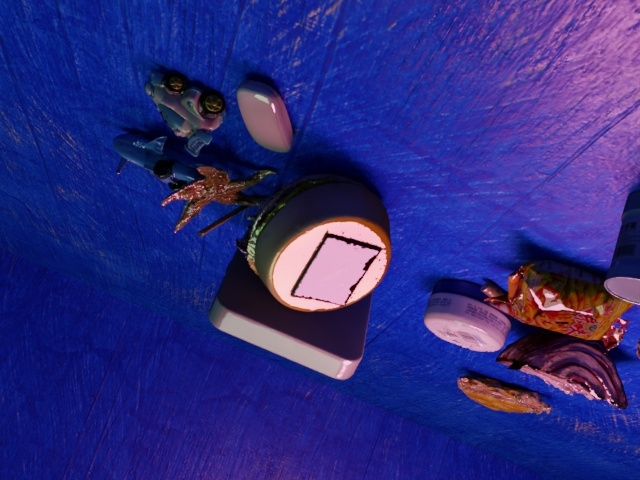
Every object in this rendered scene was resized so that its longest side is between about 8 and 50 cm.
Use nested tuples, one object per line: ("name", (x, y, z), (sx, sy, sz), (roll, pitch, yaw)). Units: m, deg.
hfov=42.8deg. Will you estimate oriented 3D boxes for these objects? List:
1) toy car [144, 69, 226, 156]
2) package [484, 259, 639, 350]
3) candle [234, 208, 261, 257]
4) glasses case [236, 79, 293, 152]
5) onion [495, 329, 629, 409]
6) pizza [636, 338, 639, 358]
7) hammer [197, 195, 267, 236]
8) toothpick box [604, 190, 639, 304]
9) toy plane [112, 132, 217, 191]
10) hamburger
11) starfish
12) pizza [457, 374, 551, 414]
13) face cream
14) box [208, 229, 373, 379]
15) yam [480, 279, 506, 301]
("toy car", (-0.262, -0.239, 1.526), (0.161, 0.098, 0.126), (27, 159, -19))
("package", (0.494, 0.117, 1.645), (0.288, 0.108, 0.223), (14, 155, 2))
("candle", (-0.073, 0.000, 1.830), (0.187, 0.187, 0.330), (6, 153, 40))
("glasses case", (-0.097, -0.219, 1.465), (0.081, 0.051, 0.204), (17, 160, 13))
("onion", (0.570, 0.286, 1.977), (0.314, 0.146, 0.280), (20, 176, -19))
("pizza", (0.783, 0.239, 1.690), (0.251, 0.074, 0.288), (11, 157, 29))
("hammer", (-0.201, -0.056, 1.844), (0.062, 0.199, 0.013), (2, 118, 40))
("toothpick box", (0.505, 0.011, 1.261), (0.101, 0.153, 0.101), (21, 161, 7))
("toy plane", (-0.346, -0.174, 1.797), (0.271, 0.105, 0.254), (12, 165, 17))
("hamburger", (0.000, 0.000, 1.636), (0.300, 0.300, 0.176), (37, -161, -36))
("starfish", (-0.224, -0.103, 1.743), (0.277, 0.062, 0.236), (-24, 159, 19))
("pizza", (0.605, 0.500, 2.604), (0.287, 0.075, 0.280), (6, 159, 34))
("face cream", (0.355, 0.187, 1.969), (0.206, 0.111, 0.206), (21, 163, 7))
("box", (-0.062, 0.146, 1.993), (0.373, 0.367, 0.090), (23, 121, -4))
("yam", (0.423, 0.136, 1.876), (0.145, 0.032, 0.032), (31, 159, -27))
